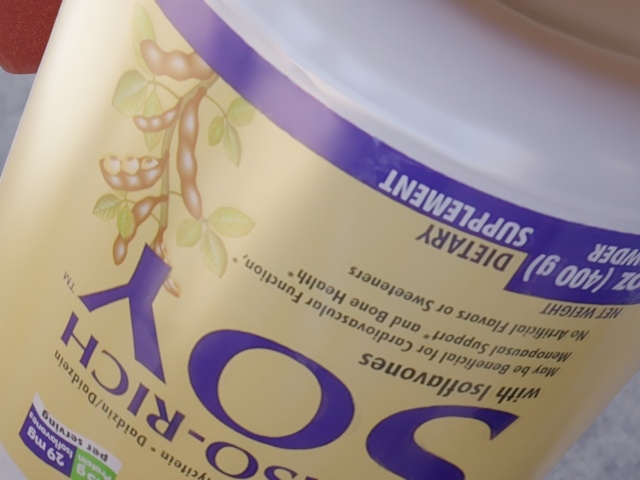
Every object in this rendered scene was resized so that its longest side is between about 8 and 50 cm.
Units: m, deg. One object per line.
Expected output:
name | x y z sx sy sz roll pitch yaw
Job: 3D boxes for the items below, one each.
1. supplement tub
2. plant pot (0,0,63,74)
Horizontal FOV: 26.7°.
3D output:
supplement tub | 0.000 0.000 0.506 0.241 0.241 0.331 46 131 20
plant pot | -0.180 -0.281 1.081 0.267 0.267 0.236 -96 3 -45
